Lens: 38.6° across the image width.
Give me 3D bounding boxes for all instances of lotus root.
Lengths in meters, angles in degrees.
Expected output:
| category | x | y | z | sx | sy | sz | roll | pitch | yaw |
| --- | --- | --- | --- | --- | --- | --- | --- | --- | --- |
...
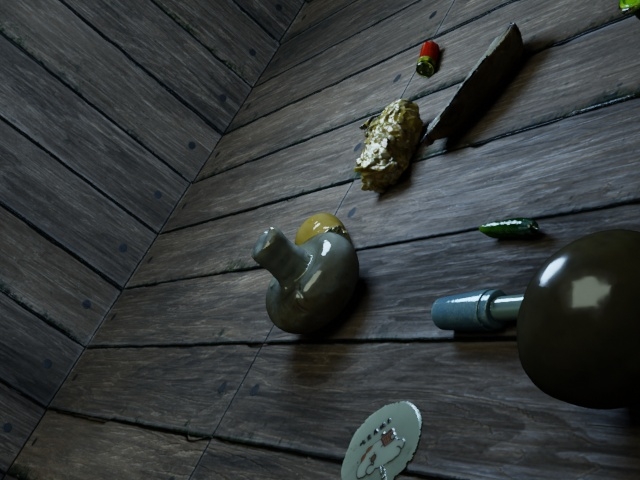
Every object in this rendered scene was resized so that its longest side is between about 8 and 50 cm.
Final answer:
| category | x | y | z | sx | sy | sz | roll | pitch | yaw |
| --- | --- | --- | --- | --- | --- | --- | --- | --- | --- |
| lotus root | 0.349 | -0.334 | 2.047 | 0.329 | 0.078 | 0.167 | -52 | -1 | 2 |

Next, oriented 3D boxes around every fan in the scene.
| category | x | y | z | sx | sy | sz | roll | pitch | yaw |
| --- | --- | --- | --- | --- | --- | --- | --- | --- | --- |
| fan | 0.103 | 0.385 | 1.488 | 0.190 | 0.009 | 0.329 | -43 | 23 | 19 |

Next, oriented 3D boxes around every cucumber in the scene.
| category | x | y | z | sx | sy | sz | roll | pitch | yaw |
| --- | --- | --- | --- | --- | --- | --- | --- | --- | --- |
| cucumber | 0.341 | -0.022 | 1.620 | 0.039 | 0.039 | 0.168 | -58 | 21 | -16 |

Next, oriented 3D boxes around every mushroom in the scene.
| category | x | y | z | sx | sy | sz | roll | pitch | yaw |
| --- | --- | --- | --- | --- | --- | --- | --- | --- | --- |
| mushroom | -0.047 | 0.071 | 1.968 | 0.243 | 0.243 | 0.243 | -41 | 24 | 23 |

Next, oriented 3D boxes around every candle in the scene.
| category | x | y | z | sx | sy | sz | roll | pitch | yaw |
| --- | --- | --- | --- | --- | --- | --- | --- | --- | --- |
| candle | 0.286 | -0.488 | 2.421 | 0.052 | 0.052 | 0.131 | -32 | 28 | 39 |

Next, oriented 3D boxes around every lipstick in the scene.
| category | x | y | z | sx | sy | sz | roll | pitch | yaw |
| --- | --- | --- | --- | --- | --- | --- | --- | --- | --- |
| lipstick | 0.288 | 0.111 | 1.485 | 0.274 | 0.061 | 0.068 | -12 | 42 | 57 |

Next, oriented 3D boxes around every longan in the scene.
| category | x | y | z | sx | sy | sz | roll | pitch | yaw |
| --- | --- | --- | --- | --- | --- | --- | --- | --- | --- |
| longan | 0.363 | 0.102 | 1.170 | 0.248 | 0.248 | 0.248 | -41 | 24 | 23 |

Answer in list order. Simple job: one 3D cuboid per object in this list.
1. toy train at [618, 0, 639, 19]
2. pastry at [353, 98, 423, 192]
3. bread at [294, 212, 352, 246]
| category | x | y | z | sx | sy | sz | roll | pitch | yaw |
| --- | --- | --- | --- | --- | --- | --- | --- | --- | --- |
| toy train | 0.638 | -0.417 | 1.579 | 0.160 | 0.100 | 0.296 | -45 | 23 | 10 |
| pastry | 0.163 | -0.233 | 2.196 | 0.154 | 0.102 | 0.250 | -21 | 38 | 45 |
| bread | -0.002 | -0.001 | 2.174 | 0.134 | 0.085 | 0.173 | -50 | 22 | 3 |
